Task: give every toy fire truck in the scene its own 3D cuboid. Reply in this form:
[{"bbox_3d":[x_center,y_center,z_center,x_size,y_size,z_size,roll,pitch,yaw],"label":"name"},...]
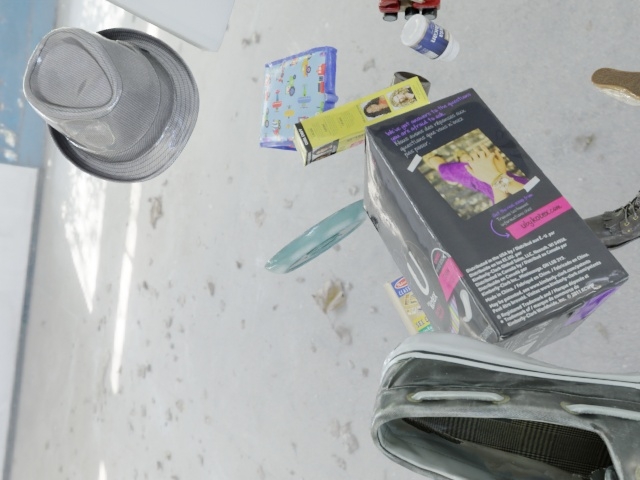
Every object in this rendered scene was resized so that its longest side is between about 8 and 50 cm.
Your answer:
[{"bbox_3d":[0.303,-0.842,1.778,0.217,0.246,0.158,4,91,13],"label":"toy fire truck"}]

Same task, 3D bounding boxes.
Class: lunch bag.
[{"bbox_3d":[-0.038,-0.338,1.268,0.293,0.138,0.220,-164,77,-64],"label":"lunch bag"}]

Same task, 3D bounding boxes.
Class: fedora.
[{"bbox_3d":[-0.334,-0.223,0.777,0.275,0.124,0.243,36,94,18],"label":"fedora"}]

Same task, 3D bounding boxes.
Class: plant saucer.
[{"bbox_3d":[0.000,0.000,1.315,0.317,0.318,0.043,-38,82,40],"label":"plant saucer"}]

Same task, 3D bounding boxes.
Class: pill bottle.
[{"bbox_3d":[0.335,-0.601,1.556,0.094,0.169,0.094,-27,56,50],"label":"pill bottle"}]

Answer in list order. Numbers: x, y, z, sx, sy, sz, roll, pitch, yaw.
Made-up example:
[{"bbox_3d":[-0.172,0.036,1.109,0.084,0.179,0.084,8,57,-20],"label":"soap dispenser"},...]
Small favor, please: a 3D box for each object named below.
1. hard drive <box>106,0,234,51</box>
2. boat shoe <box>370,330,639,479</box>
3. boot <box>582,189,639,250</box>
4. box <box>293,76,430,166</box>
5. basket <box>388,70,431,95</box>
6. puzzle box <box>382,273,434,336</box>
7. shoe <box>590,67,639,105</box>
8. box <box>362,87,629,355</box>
[{"bbox_3d":[-0.222,-0.378,0.521,0.047,0.353,0.233,23,96,43],"label":"hard drive"},{"bbox_3d":[0.194,0.156,0.349,0.335,0.119,0.121,6,115,22],"label":"boat shoe"},{"bbox_3d":[0.648,-0.088,1.035,0.263,0.229,0.091,-10,53,8],"label":"boot"},{"bbox_3d":[0.068,-0.206,0.905,0.087,0.232,0.058,112,135,-79],"label":"box"},{"bbox_3d":[0.275,-0.437,1.742,0.204,0.154,0.226,-101,21,-51],"label":"basket"},{"bbox_3d":[0.400,0.135,1.344,0.272,0.409,0.052,60,164,7],"label":"puzzle box"},{"bbox_3d":[0.805,-0.391,1.326,0.076,0.058,0.219,-51,44,4],"label":"shoe"},{"bbox_3d":[0.166,-0.007,0.579,0.165,0.143,0.270,84,162,-60],"label":"box"}]
